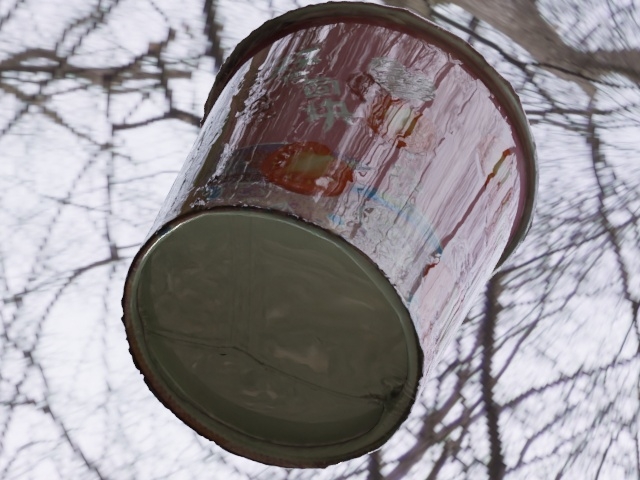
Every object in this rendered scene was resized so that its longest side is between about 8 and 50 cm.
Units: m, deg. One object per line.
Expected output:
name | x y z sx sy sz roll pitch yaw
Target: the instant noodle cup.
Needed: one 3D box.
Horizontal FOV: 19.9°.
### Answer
instant noodle cup | 0.000 0.000 1.171 0.243 0.231 0.243 9 -56 14
